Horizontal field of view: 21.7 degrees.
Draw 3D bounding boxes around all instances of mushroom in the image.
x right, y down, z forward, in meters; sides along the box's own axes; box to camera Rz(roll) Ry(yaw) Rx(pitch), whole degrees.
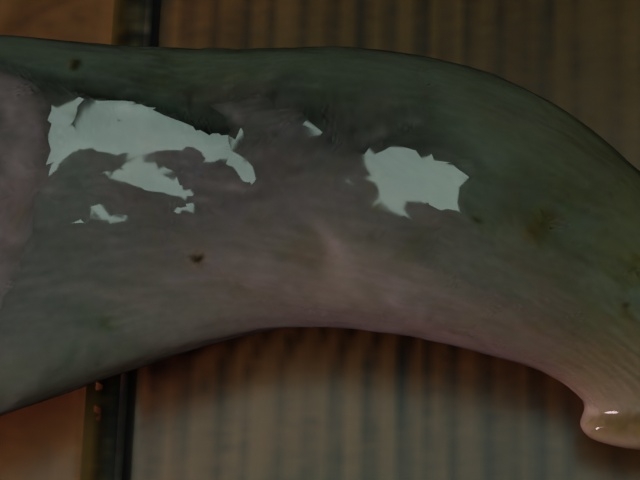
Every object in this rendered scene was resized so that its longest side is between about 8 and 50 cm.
[{"bbox_3d":[0.001,0.000,0.709,0.397,0.126,0.177,-1,84,6],"label":"mushroom"}]
